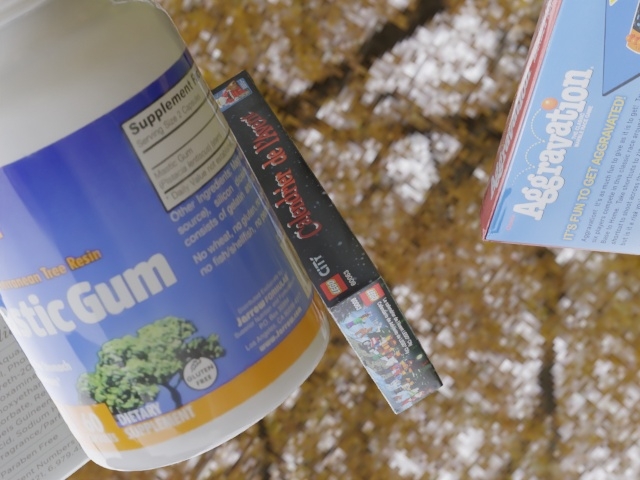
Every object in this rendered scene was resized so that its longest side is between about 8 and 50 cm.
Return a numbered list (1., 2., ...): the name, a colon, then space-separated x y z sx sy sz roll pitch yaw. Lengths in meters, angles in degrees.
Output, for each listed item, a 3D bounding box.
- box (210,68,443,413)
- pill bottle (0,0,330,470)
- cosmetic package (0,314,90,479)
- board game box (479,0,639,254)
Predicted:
1. box: 0.000 0.000 1.192 0.233 0.044 0.159 58 179 38
2. pill bottle: -0.118 -0.031 0.826 0.272 0.152 0.152 62 -147 -19
3. cosmetic package: -0.330 -0.012 1.544 0.327 0.394 0.329 -36 -132 -27
4. board game box: 0.171 -0.097 0.712 0.145 0.281 0.027 5 -134 -7
